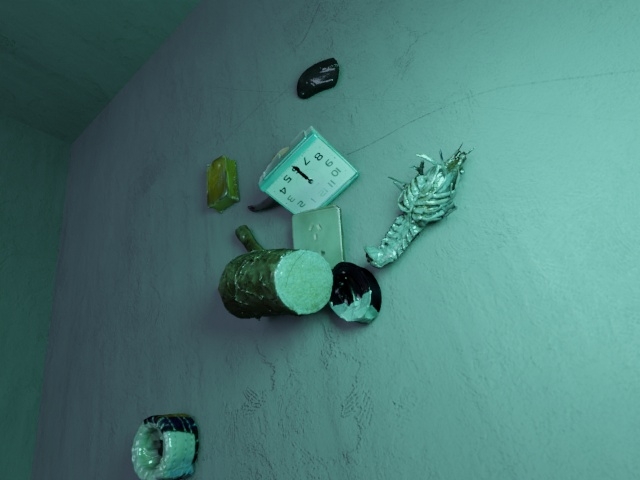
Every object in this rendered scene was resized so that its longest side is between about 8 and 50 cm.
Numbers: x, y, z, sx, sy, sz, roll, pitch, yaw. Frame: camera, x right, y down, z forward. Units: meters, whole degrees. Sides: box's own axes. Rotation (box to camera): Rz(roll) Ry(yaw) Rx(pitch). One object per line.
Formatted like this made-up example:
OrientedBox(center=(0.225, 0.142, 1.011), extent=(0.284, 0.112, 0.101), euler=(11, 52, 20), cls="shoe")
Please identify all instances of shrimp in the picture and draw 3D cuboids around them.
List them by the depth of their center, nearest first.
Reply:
OrientedBox(center=(0.266, -0.098, 1.143), extent=(0.221, 0.166, 0.410), euler=(44, 114, 38), cls="shrimp")

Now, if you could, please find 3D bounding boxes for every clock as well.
OrientedBox(center=(-0.042, -0.221, 1.392), extent=(0.262, 0.231, 0.116), euler=(-41, 32, 21), cls="clock")

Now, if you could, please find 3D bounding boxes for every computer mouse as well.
OrientedBox(center=(-0.020, -0.637, 1.629), extent=(0.217, 0.073, 0.121), euler=(-12, 66, 34), cls="computer mouse")

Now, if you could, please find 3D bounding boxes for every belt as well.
OrientedBox(center=(0.095, 0.157, 1.222), extent=(0.151, 0.078, 0.198), euler=(-46, 49, 17), cls="belt")

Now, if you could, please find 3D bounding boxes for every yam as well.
OrientedBox(center=(-0.145, 0.137, 1.284), extent=(0.348, 0.241, 0.240), euler=(-12, 65, 47), cls="yam")
OrientedBox(center=(-0.250, 0.032, 1.564), extent=(0.061, 0.061, 0.253), euler=(-50, 50, 12), cls="yam")

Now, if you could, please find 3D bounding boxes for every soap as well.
OrientedBox(center=(-0.431, -0.249, 1.810), extent=(0.135, 0.076, 0.233), euler=(-28, 58, 29), cls="soap")

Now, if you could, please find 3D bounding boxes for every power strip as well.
OrientedBox(center=(0.000, 0.000, 1.371), extent=(0.198, 0.065, 0.213), euler=(-8, 82, 35), cls="power strip")

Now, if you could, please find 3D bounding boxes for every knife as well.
OrientedBox(center=(-0.203, -0.158, 1.565), extent=(0.278, 0.123, 0.053), euler=(-29, 81, 48), cls="knife")

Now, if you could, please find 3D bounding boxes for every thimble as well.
OrientedBox(center=(-0.548, 0.739, 1.471), extent=(0.237, 0.150, 0.237), euler=(-14, 66, 34), cls="thimble")

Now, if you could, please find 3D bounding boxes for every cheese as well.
OrientedBox(center=(-0.102, -0.285, 1.535), extent=(0.137, 0.064, 0.227), euler=(-53, 36, -8), cls="cheese")

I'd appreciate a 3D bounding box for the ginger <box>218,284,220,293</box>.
OrientedBox(center=(-0.327, 0.198, 1.555), extent=(0.095, 0.069, 0.190), euler=(-52, 48, 5), cls="ginger")
